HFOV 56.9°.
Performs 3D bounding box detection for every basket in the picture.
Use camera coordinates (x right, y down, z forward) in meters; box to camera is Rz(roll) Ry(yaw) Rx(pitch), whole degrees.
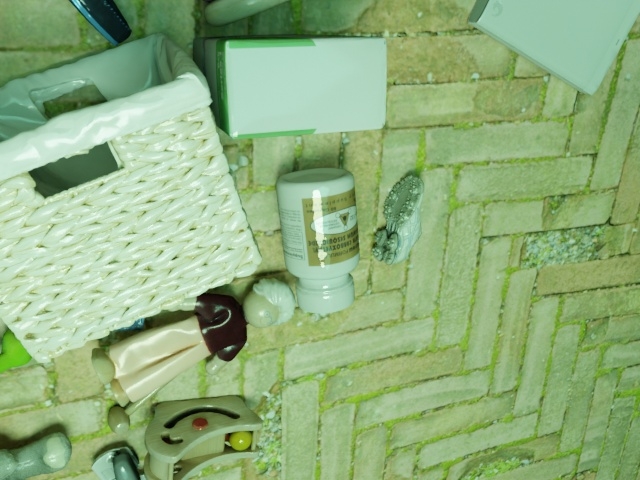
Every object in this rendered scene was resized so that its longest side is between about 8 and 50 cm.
[{"bbox_3d":[-0.288,-0.079,0.774,0.328,0.331,0.266,-23,124,-10],"label":"basket"}]

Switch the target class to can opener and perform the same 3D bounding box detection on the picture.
[{"bbox_3d":[-0.345,0.501,1.129,0.074,0.093,0.280,-25,123,-10],"label":"can opener"}]

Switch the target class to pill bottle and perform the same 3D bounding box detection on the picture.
[{"bbox_3d":[0.000,0.000,1.007,0.131,0.131,0.229,-11,109,-16],"label":"pill bottle"}]

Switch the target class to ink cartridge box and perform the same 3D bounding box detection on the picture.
[{"bbox_3d":[-0.057,-0.224,0.821,0.201,0.278,0.117,-8,111,-18],"label":"ink cartridge box"}]

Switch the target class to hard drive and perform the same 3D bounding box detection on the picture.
[{"bbox_3d":[0.431,-0.417,1.060,0.308,0.040,0.203,19,104,-27],"label":"hard drive"}]

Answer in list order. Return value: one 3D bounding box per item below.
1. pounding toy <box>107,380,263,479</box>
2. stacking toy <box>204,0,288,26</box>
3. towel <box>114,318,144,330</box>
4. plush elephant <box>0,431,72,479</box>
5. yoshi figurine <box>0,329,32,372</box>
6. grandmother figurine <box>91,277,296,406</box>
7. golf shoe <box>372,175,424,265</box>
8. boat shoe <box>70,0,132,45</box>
[{"bbox_3d":[-0.237,0.333,1.057,0.270,0.154,0.154,0,112,-21],"label":"pounding toy"},{"bbox_3d":[-0.146,-0.465,0.776,0.141,0.141,0.330,-25,114,-9],"label":"stacking toy"},{"bbox_3d":[-0.328,0.097,0.994,0.067,0.029,0.119,3,111,-21],"label":"towel"},{"bbox_3d":[-0.556,0.491,0.935,0.330,0.255,0.271,4,116,-20],"label":"plush elephant"},{"bbox_3d":[-0.558,0.154,0.882,0.203,0.203,0.362,31,119,11],"label":"yoshi figurine"},{"bbox_3d":[-0.201,0.166,1.024,0.342,0.104,0.207,-25,143,-11],"label":"grandmother figurine"},{"bbox_3d":[0.161,-0.037,1.115,0.086,0.069,0.176,3,115,-43],"label":"golf shoe"},{"bbox_3d":[-0.323,-0.378,0.755,0.089,0.109,0.258,-39,122,-6],"label":"boat shoe"}]
